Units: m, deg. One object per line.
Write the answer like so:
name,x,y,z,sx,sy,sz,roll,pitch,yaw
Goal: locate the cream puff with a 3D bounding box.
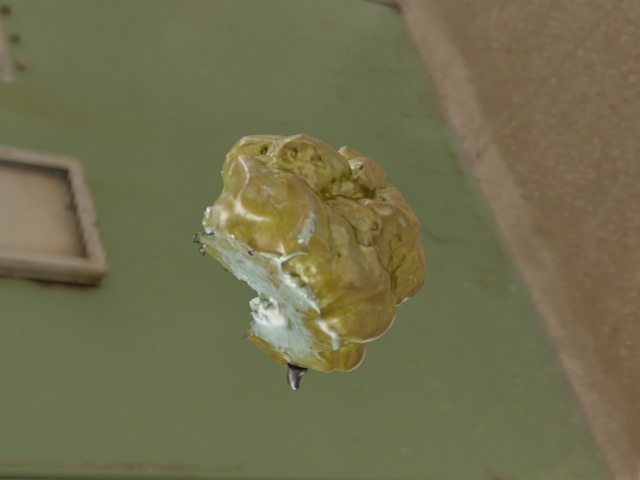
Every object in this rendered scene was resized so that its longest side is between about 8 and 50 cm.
cream puff,0.001,-0.001,0.899,0.121,0.156,0.156,1,84,32
